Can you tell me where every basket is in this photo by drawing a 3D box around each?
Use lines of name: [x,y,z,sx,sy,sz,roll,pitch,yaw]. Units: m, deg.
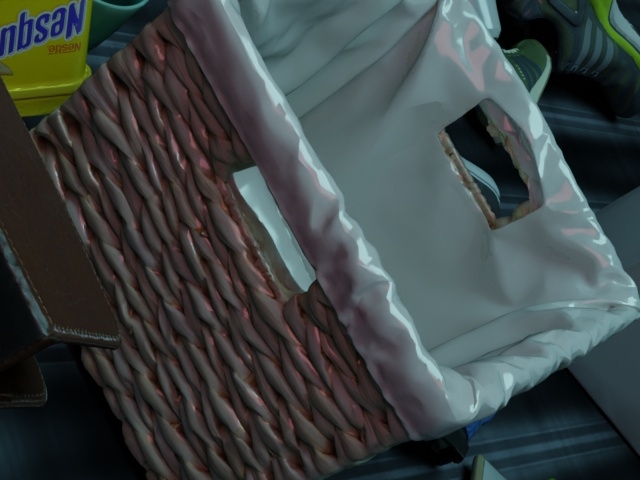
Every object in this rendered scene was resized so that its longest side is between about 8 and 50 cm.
basket: [0.000,0.000,1.094,0.331,0.266,0.328,-17,76,-57]

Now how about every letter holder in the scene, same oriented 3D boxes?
letter holder: [-0.237,-0.037,0.866,0.302,0.152,0.214,62,9,11]

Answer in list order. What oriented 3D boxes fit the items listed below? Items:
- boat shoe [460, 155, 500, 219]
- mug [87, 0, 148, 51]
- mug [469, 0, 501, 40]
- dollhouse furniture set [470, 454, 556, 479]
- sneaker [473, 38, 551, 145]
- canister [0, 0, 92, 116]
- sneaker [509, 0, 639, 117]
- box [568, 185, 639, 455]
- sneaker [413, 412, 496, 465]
boat shoe: [0.099,-0.046,1.450,0.228,0.080,0.076,29,39,-47]
mug: [-0.205,-0.214,1.170,0.129,0.097,0.157,32,38,-32]
mug: [0.182,-0.256,1.754,0.078,0.062,0.064,-9,77,-48]
dollhouse furniture set: [0.258,0.210,1.212,0.151,0.301,0.197,43,37,-24]
sneaker: [0.207,-0.193,1.722,0.086,0.064,0.192,49,36,-20]
canister: [-0.212,-0.174,1.030,0.126,0.170,0.073,-9,36,-32]
sneaker: [0.316,-0.244,1.885,0.111,0.121,0.300,38,-8,48]
box: [0.409,0.126,1.612,0.345,0.168,0.215,50,33,-10]
sneaker: [0.114,0.152,1.315,0.058,0.084,0.152,35,-4,11]
